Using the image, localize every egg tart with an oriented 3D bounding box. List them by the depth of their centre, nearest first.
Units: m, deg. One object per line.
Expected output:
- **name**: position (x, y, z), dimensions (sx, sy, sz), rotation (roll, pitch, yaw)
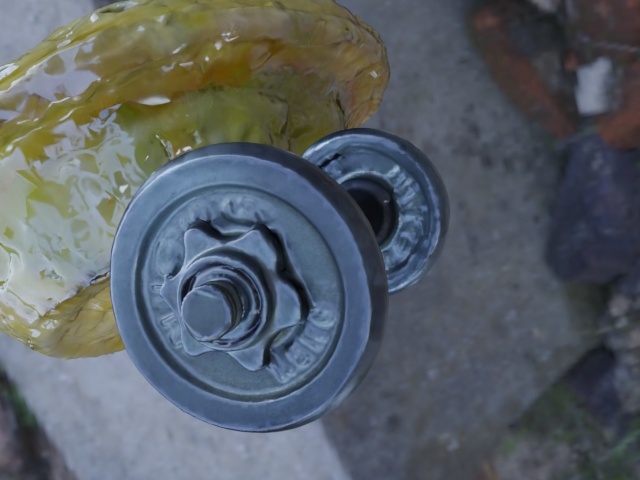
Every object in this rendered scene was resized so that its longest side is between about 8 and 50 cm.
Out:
- **egg tart**: position (-0.091, -0.023, 0.866), dimensions (0.288, 0.288, 0.118), rotation (-40, 68, 52)

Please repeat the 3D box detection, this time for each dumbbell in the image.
- **dumbbell**: position (0.000, 0.000, 0.720), dimensions (0.110, 0.254, 0.110), rotation (4, 103, 18)
